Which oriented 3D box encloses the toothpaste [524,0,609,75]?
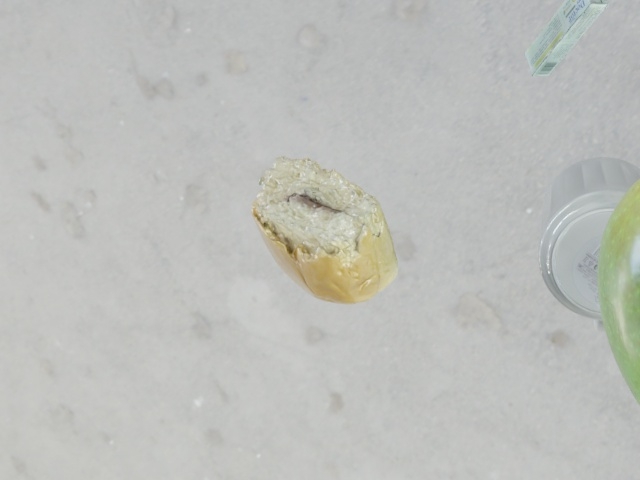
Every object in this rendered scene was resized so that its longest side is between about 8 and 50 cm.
[{"bbox_3d":[0.346,-0.297,1.308,0.164,0.034,0.046,123,139,-57],"label":"toothpaste"}]

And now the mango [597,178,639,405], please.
[{"bbox_3d":[0.381,0.103,0.868,0.201,0.225,0.382,-9,100,33],"label":"mango"}]

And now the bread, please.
[{"bbox_3d":[0.000,-0.001,0.765,0.125,0.082,0.106,25,143,38],"label":"bread"}]

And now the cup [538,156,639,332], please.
[{"bbox_3d":[0.526,0.031,1.705,0.237,0.327,0.322,-2,107,14],"label":"cup"}]
